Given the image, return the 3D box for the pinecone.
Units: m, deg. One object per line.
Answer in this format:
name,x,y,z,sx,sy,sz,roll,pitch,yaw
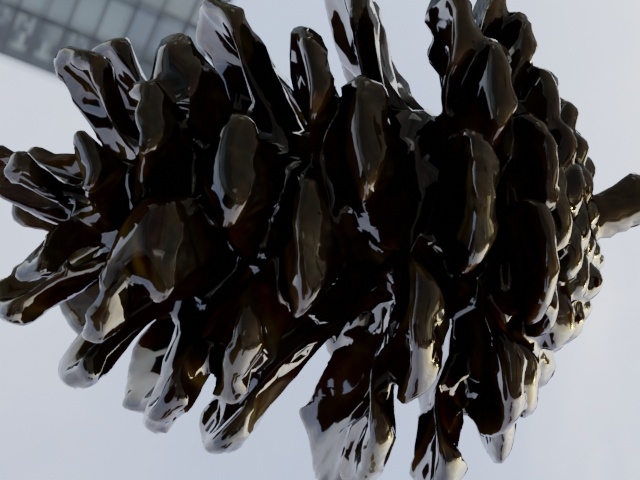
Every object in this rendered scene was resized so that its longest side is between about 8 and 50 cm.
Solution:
pinecone,0.000,0.000,0.843,0.309,0.244,0.244,4,-137,-9
